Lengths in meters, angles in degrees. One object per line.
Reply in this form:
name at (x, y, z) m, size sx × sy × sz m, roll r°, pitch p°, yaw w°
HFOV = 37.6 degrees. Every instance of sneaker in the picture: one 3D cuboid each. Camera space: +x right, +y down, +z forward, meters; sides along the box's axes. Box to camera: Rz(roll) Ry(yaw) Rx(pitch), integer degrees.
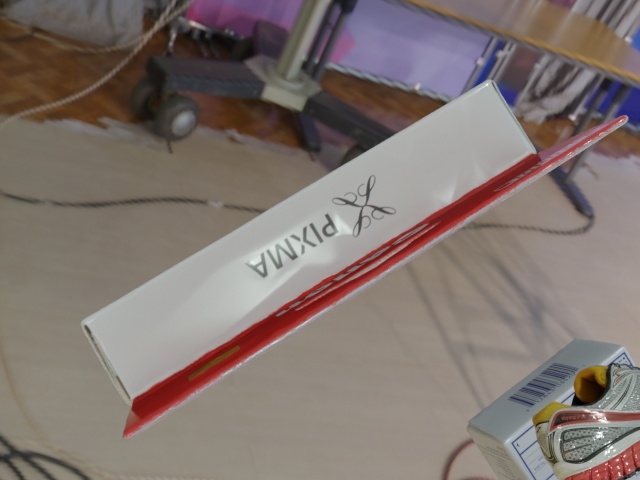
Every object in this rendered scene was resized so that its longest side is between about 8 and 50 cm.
sneaker at (0.277, 0.136, 0.814) m, size 0.225 × 0.088 × 0.092 m, roll -22°, pitch 69°, yaw -33°

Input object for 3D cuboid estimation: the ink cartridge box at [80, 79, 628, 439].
ink cartridge box at (0.000, 0.000, 0.570) m, size 0.066 × 0.296 × 0.261 m, roll 58°, pitch -10°, yaw 1°

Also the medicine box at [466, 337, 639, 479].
medicine box at (0.439, 0.357, 1.563) m, size 0.289 × 0.263 × 0.149 m, roll 57°, pitch -14°, yaw -9°
